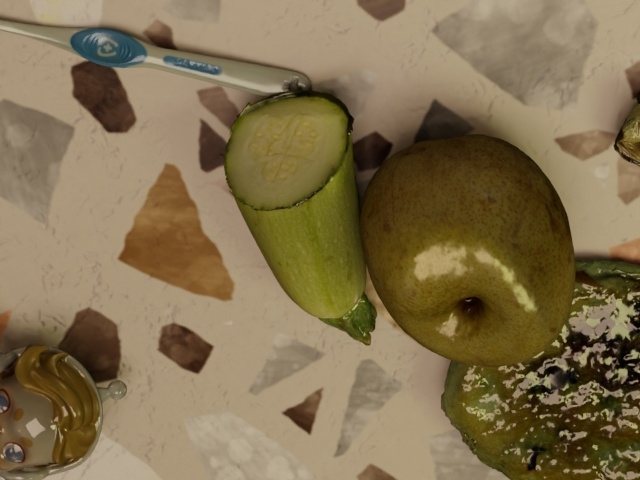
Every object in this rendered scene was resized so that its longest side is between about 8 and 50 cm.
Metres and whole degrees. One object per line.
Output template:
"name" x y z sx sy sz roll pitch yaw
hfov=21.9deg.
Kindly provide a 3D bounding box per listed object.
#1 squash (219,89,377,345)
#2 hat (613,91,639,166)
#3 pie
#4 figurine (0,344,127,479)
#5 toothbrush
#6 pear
"squash" -0.015 0.005 1.647 0.137 0.137 0.287 -5 126 7
"hat" 0.334 -0.107 1.605 0.077 0.059 0.076 27 150 1
"pie" 0.291 0.158 1.734 0.323 0.070 0.323 1 115 2
"figurine" -0.352 0.204 1.775 0.274 0.133 0.194 -36 86 25
"toothbrush" -0.198 -0.187 1.621 0.386 0.040 0.040 12 117 -6
"pear" 0.146 0.002 1.597 0.188 0.211 0.228 -29 123 34
